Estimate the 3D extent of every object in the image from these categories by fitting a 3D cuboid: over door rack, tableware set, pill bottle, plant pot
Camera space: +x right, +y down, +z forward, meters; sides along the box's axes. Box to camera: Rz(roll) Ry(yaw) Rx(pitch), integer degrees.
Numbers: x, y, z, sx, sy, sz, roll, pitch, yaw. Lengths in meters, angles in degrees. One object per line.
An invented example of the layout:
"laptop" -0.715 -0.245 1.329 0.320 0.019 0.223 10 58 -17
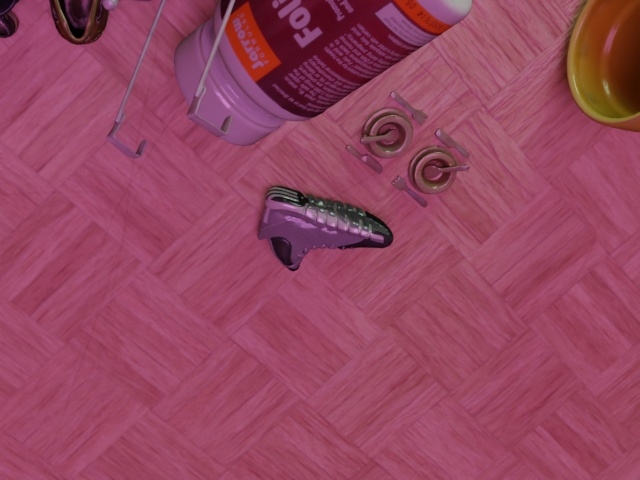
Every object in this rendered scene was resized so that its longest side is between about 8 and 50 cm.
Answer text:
"over door rack" -0.203 -0.291 1.283 0.108 0.239 0.324 16 77 -38
"tableware set" 0.156 -0.145 1.597 0.194 0.039 0.128 35 102 -22
"pill bottle" -0.007 -0.307 1.336 0.392 0.224 0.224 -30 118 29
"plant pot" 0.569 -0.290 1.522 0.239 0.254 0.254 6 112 -31

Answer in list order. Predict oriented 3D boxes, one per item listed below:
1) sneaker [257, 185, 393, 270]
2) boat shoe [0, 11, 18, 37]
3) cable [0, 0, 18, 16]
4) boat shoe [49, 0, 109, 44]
"sneaker" 0.000 0.000 1.612 0.228 0.086 0.132 18 113 -7
"boat shoe" -0.511 -0.343 1.373 0.152 0.049 0.056 25 105 -20
"cable" -0.485 -0.406 1.323 0.150 0.047 0.184 -47 133 -16
"boat shoe" -0.343 -0.432 1.338 0.110 0.104 0.307 -7 112 -6
